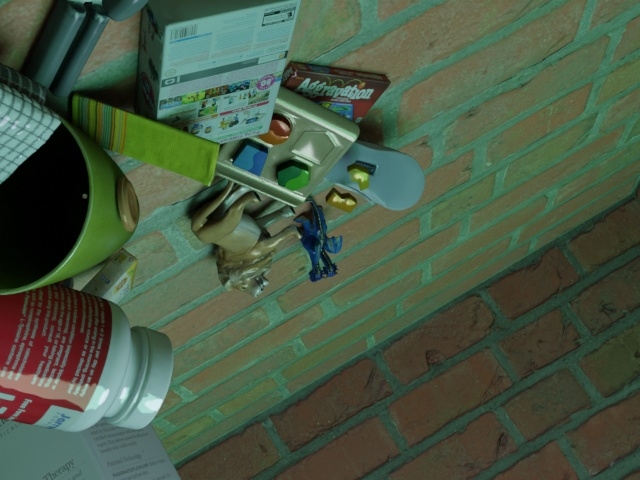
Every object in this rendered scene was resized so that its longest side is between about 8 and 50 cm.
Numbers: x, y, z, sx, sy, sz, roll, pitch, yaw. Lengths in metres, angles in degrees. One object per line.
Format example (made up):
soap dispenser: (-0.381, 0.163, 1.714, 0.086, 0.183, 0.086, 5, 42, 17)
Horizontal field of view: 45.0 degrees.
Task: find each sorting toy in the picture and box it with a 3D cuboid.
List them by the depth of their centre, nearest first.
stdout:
sorting toy: (-0.028, -0.155, 1.501, 0.307, 0.041, 0.229, 22, 128, -24)

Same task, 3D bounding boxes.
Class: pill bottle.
pill bottle: (-0.459, 0.178, 1.245, 0.408, 0.229, 0.229, 23, 126, -31)

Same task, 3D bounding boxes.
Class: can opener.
can opener: (-0.315, -0.289, 1.029, 0.074, 0.093, 0.280, -5, 150, -49)

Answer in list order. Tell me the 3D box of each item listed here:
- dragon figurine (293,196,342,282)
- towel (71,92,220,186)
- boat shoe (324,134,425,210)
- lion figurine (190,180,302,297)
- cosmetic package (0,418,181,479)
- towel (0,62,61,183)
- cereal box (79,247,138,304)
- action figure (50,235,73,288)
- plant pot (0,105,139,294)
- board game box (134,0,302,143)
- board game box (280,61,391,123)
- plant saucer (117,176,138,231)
dragon figurine: (0.000, 0.000, 1.942, 0.085, 0.144, 0.289, -24, 156, -20)
towel: (-0.279, -0.157, 1.219, 0.237, 0.021, 0.102, 19, 145, -3)
boat shoe: (0.073, -0.165, 1.712, 0.367, 0.156, 0.135, 11, 105, -43)
lion figurine: (-0.191, -0.019, 1.715, 0.240, 0.142, 0.392, -28, 144, 11)
cosmetic package: (-0.617, 0.560, 1.923, 0.329, 0.393, 0.327, -36, 166, 9)
towel: (-0.506, -0.125, 0.952, 0.284, 0.121, 0.235, -39, 159, 11)
cereal box: (-0.456, 0.139, 1.506, 0.240, 0.047, 0.173, -51, 179, -31)
action figure: (-0.510, 0.090, 1.445, 0.341, 0.178, 0.330, -13, 160, -37)
plant pot: (-0.410, -0.054, 1.204, 0.275, 0.274, 0.293, -35, 171, 8)
board game box: (-0.171, -0.275, 1.224, 0.224, 0.097, 0.303, -19, 153, -27)
board game box: (0.007, -0.280, 1.533, 0.281, 0.027, 0.145, -6, 145, -47)
plant saucer: (-0.289, -0.055, 1.162, 0.013, 0.083, 0.083, -7, 155, -1)
